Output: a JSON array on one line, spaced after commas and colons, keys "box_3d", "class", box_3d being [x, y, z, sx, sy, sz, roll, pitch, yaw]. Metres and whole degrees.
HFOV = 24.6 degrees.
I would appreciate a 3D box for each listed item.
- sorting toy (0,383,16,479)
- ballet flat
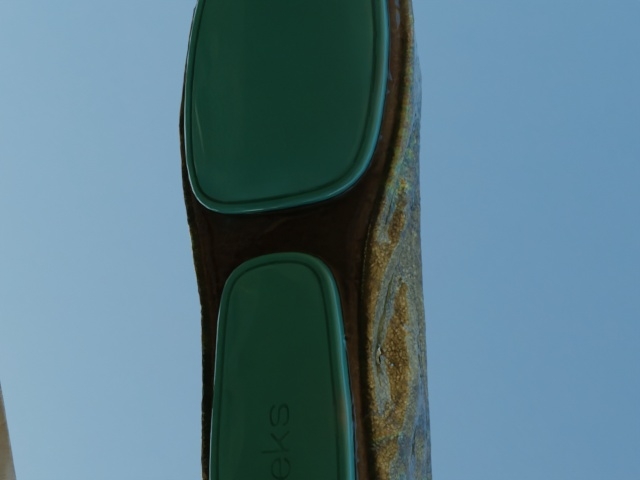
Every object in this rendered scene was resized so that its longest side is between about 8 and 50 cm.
[{"box_3d": [-0.262, 0.112, 0.673, 0.089, 0.257, 0.255, -11, -91, 63], "class": "sorting toy"}, {"box_3d": [0.000, 0.000, 0.687, 0.123, 0.123, 0.348, -7, -103, 30], "class": "ballet flat"}]
